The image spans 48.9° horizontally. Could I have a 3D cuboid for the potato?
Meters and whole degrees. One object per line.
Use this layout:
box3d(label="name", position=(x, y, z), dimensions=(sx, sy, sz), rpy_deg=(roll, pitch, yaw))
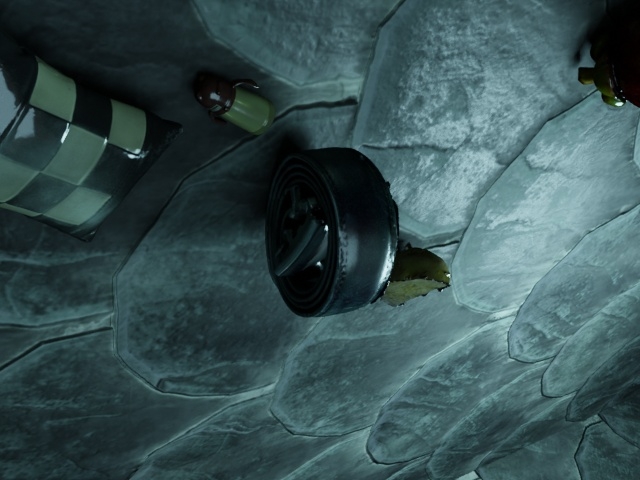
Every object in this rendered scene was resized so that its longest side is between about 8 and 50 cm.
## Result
box3d(label="potato", position=(0.148, 0.053, 1.256), dimensions=(0.101, 0.089, 0.172), rpy_deg=(12, 158, -23))

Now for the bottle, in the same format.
box3d(label="bottle", position=(-0.102, -0.162, 0.816), dimensions=(0.101, 0.047, 0.063), rpy_deg=(20, 98, -44))

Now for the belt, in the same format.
box3d(label="belt", position=(0.000, 0.000, 0.945), dimensions=(0.116, 0.206, 0.267), rpy_deg=(-10, 144, -27))

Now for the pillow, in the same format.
box3d(label="pillow", position=(-0.275, -0.092, 0.699), dimensions=(0.186, 0.106, 0.250), rpy_deg=(-44, 148, 13))

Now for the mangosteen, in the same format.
box3d(label="mangosteen", position=(0.502, -0.276, 1.089), dimensions=(0.200, 0.200, 0.199), rpy_deg=(-22, 143, -18))
